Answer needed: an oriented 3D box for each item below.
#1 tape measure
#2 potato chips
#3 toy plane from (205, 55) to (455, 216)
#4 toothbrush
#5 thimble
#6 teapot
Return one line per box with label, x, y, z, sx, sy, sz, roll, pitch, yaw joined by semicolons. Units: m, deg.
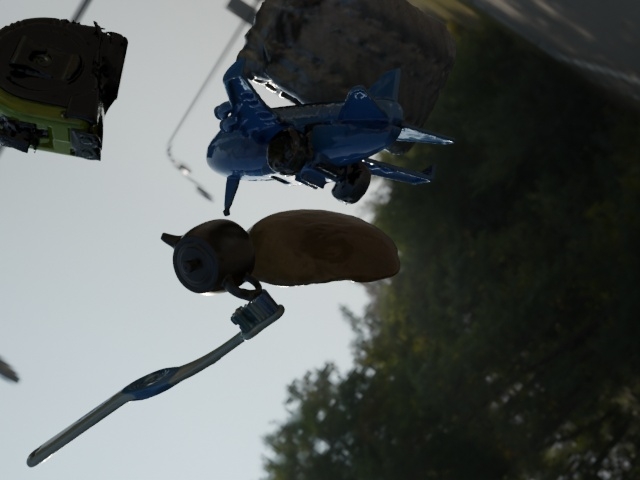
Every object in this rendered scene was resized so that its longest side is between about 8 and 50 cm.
tape measure;-0.358;-0.203;1.398;0.186;0.112;0.199;8;-125;-1
potato chips;-0.001;-0.001;1.360;0.208;0.062;0.195;20;-150;36
toy plane;-0.018;-0.089;0.992;0.254;0.105;0.271;23;153;-40
toothbrush;-0.194;0.169;1.216;0.040;0.386;0.040;45;-157;-25
thimble;0.031;-0.209;1.204;0.217;0.157;0.245;31;-173;40
teapot;-0.109;0.024;1.082;0.121;0.076;0.068;37;-151;20
